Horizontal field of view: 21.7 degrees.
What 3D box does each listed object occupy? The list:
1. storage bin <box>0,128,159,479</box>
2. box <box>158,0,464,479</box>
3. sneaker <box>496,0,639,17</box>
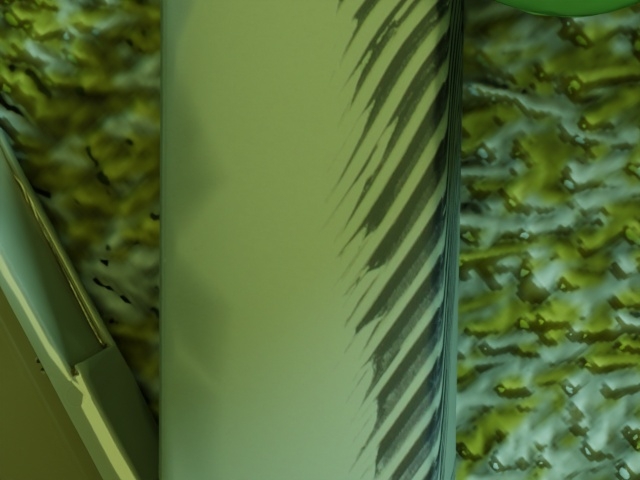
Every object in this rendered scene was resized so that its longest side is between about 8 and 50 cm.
[{"bbox_3d":[-0.217,0.064,0.597,0.260,0.123,0.262,-28,90,11],"label":"storage bin"},{"bbox_3d":[0.000,0.000,0.563,0.094,0.113,0.275,1,97,8],"label":"box"},{"bbox_3d":[0.168,-0.278,0.428,0.185,0.202,0.483,24,84,-16],"label":"sneaker"}]
